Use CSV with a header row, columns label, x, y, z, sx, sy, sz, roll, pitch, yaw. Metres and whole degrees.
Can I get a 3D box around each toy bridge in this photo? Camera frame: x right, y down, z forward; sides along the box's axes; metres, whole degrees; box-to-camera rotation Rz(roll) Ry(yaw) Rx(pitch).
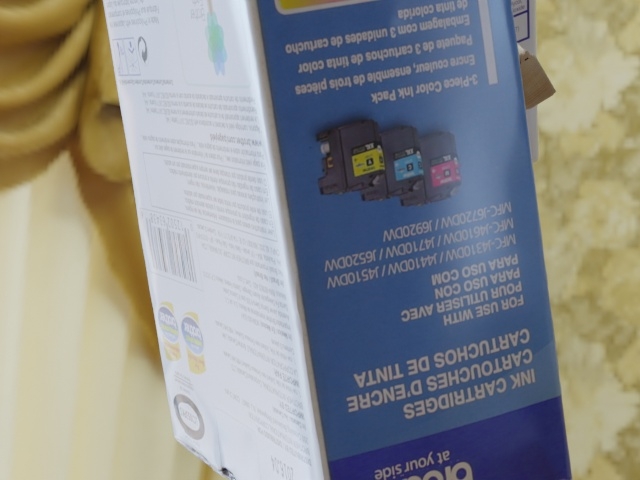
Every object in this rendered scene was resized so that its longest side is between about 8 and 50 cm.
label,x,y,z,sx,sy,sz,roll,pitch,yaw
toy bridge,0.126,-0.126,1.074,0.026,0.063,0.188,-31,6,4

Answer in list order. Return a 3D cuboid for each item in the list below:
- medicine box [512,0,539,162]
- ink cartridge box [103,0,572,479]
label,x,y,z,sx,sy,sz,roll,pitch,yaw
medicine box,0.095,-0.233,1.594,0.149,0.263,0.289,-21,-50,-18
ink cartridge box,0.000,0.000,0.862,0.151,0.395,0.270,-10,10,-21
